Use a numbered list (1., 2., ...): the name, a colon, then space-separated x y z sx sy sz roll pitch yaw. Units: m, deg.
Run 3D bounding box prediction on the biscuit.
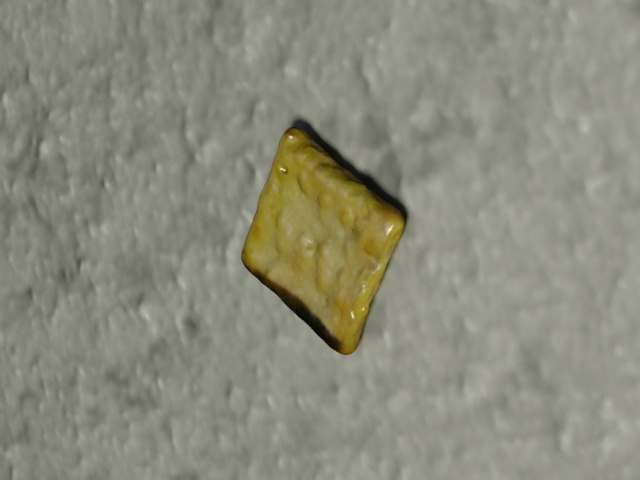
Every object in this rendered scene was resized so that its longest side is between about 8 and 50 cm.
1. biscuit: 0.000 0.000 0.900 0.083 0.018 0.081 41 126 33
